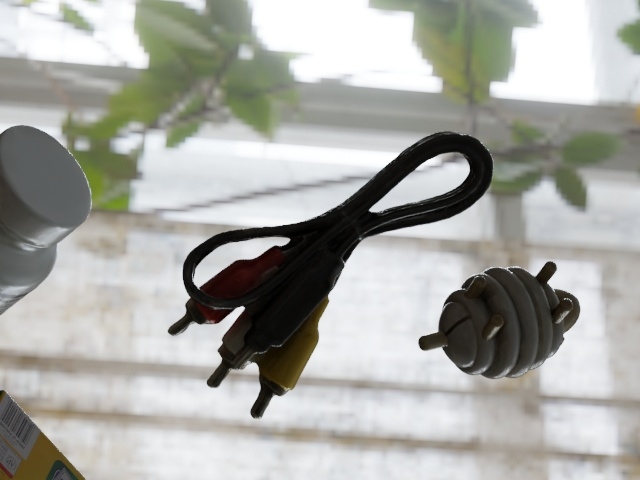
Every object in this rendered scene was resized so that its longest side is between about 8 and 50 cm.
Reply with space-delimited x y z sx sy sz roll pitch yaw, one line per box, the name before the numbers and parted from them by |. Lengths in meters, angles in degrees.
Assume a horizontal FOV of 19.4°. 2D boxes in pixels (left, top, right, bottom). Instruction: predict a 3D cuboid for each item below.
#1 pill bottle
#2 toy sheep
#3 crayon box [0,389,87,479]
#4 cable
pill bottle | -0.402 0.011 2.063 0.318 0.176 0.176 -36 -140 29
toy sheep | 0.130 0.059 1.362 0.091 0.132 0.091 173 -90 -68
crayon box | -0.276 0.301 1.796 0.081 0.278 0.165 -21 -151 33
cable | 0.000 0.000 1.478 0.287 0.139 0.072 -45 -170 -6
